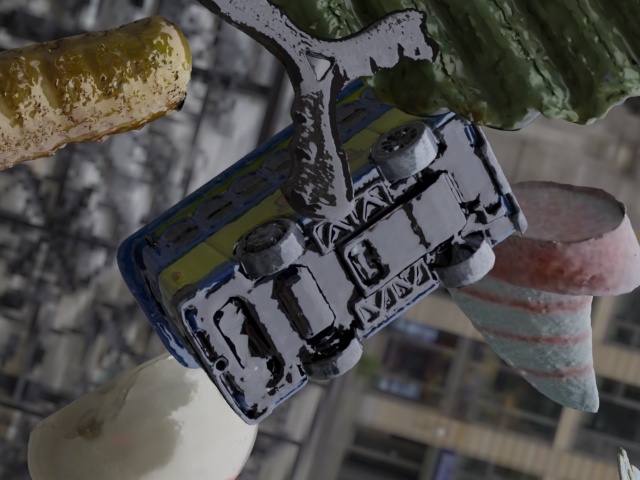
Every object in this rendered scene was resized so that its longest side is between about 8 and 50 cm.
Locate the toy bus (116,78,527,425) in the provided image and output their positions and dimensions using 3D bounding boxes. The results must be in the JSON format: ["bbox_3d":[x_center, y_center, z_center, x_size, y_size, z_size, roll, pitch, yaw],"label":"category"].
[{"bbox_3d":[0.000,0.000,1.483,0.138,0.287,0.175,61,-13,-27],"label":"toy bus"}]

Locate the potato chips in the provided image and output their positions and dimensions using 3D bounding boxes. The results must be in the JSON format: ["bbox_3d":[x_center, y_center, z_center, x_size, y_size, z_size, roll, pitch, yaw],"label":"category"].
[{"bbox_3d":[0.098,-0.264,1.307,0.358,0.429,0.070,-33,168,8],"label":"potato chips"}]

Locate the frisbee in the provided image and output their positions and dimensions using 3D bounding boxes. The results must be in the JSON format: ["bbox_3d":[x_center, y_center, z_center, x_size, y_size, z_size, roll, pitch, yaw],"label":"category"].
[{"bbox_3d":[0.008,-0.126,1.235,0.187,0.211,0.012,-25,172,-38],"label":"frisbee"}]

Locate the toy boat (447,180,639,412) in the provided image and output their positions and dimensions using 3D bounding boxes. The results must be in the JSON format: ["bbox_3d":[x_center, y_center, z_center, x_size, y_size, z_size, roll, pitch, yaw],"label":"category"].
[{"bbox_3d":[0.222,0.070,1.833,0.282,0.206,0.096,78,19,-44],"label":"toy boat"}]

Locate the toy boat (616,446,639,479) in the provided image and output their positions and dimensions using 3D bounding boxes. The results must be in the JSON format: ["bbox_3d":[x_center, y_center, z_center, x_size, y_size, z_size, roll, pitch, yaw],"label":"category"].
[{"bbox_3d":[0.175,0.159,0.984,0.110,0.091,0.175,63,-6,-17],"label":"toy boat"}]

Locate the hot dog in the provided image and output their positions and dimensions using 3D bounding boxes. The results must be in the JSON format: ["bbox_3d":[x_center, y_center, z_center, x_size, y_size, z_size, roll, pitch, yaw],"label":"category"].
[{"bbox_3d":[-0.207,-0.060,0.978,0.083,0.289,0.068,170,-93,-77],"label":"hot dog"}]

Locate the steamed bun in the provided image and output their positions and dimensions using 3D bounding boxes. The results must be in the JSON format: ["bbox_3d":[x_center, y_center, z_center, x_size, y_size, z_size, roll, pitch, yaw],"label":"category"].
[{"bbox_3d":[-0.159,0.199,1.767,0.145,0.232,0.232,61,-2,5],"label":"steamed bun"}]
